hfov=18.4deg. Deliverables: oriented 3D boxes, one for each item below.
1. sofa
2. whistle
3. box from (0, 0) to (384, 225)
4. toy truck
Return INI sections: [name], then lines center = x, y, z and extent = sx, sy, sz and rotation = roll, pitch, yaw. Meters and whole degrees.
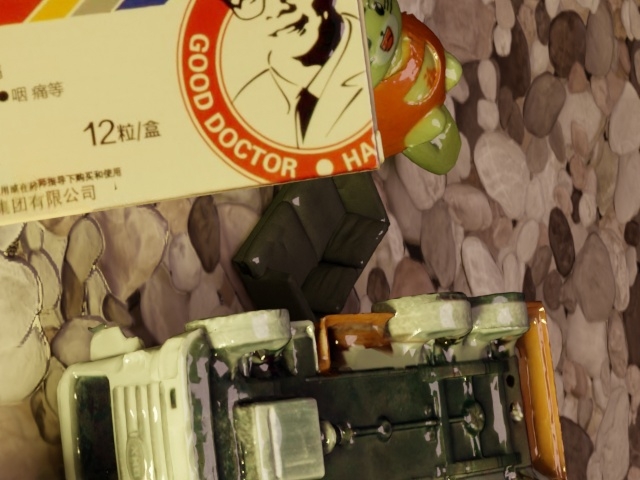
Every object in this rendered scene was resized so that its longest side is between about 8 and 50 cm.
[sofa]
center = 0.000, 0.000, 1.521
extent = 0.147, 0.060, 0.085
rotation = -56, 132, -43
[whistle]
center = 0.040, -0.132, 1.550
extent = 0.288, 0.106, 0.131
rotation = 40, 62, -48
[box]
center = -0.152, -0.121, 1.083
extent = 0.353, 0.069, 0.214
rotation = -9, 97, -13
[toy truck]
center = -0.007, 0.135, 1.362
extent = 0.387, 0.207, 0.173
rotation = 0, 81, -49
